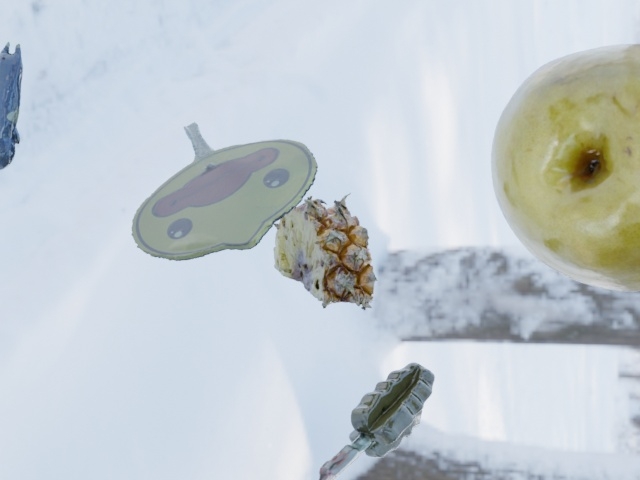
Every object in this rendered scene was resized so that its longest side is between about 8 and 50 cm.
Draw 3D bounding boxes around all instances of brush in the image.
[{"bbox_3d":[0.044,0.257,1.348,0.301,0.071,0.084,-36,145,-42],"label":"brush"}]

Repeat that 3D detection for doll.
[{"bbox_3d":[-0.305,-0.129,1.064,0.027,0.037,0.125,-2,106,-53],"label":"doll"}]

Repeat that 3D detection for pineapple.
[{"bbox_3d":[0.001,0.000,1.453,0.233,0.079,0.135,31,-69,60],"label":"pineapple"}]

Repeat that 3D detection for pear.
[{"bbox_3d":[0.349,-0.089,1.281,0.314,0.314,0.315,-1,90,-73],"label":"pear"}]

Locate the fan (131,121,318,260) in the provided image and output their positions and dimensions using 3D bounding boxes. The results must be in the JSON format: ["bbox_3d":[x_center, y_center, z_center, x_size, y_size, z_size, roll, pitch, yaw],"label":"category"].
[{"bbox_3d":[-0.125,-0.072,1.303,0.011,0.229,0.335,65,-5,-33],"label":"fan"}]
